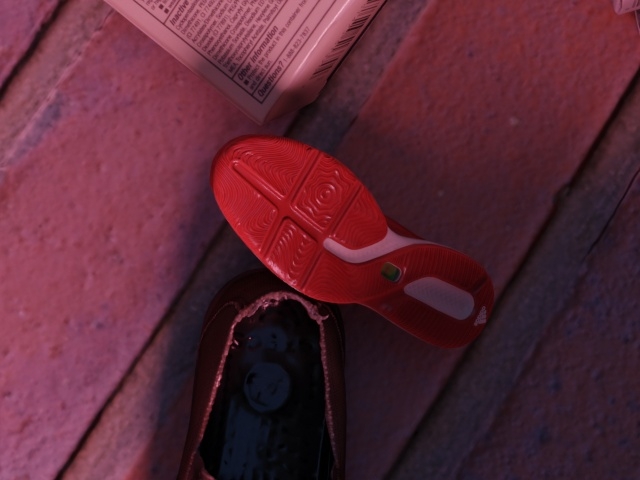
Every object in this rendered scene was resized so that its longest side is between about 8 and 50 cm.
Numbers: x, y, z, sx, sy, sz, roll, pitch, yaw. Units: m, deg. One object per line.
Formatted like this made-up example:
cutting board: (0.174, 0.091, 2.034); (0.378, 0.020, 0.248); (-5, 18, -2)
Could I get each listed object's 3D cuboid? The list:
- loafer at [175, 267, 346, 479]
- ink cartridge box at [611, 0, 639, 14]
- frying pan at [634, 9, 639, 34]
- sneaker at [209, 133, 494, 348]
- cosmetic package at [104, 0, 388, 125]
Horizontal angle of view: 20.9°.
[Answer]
loafer: (-0.048, 0.191, 1.130); (0.133, 0.130, 0.366); (0, 80, -1)
ink cartridge box: (0.253, -0.262, 1.225); (0.145, 0.045, 0.179); (-15, 78, -1)
frying pan: (0.325, -0.105, 1.229); (0.197, 0.053, 0.326); (-4, 80, -1)
sneaker: (0.000, 0.000, 1.156); (0.221, 0.128, 0.087); (36, 81, -25)
cosmetic package: (-0.094, -0.232, 1.186); (0.296, 0.129, 0.153); (40, 110, 5)
